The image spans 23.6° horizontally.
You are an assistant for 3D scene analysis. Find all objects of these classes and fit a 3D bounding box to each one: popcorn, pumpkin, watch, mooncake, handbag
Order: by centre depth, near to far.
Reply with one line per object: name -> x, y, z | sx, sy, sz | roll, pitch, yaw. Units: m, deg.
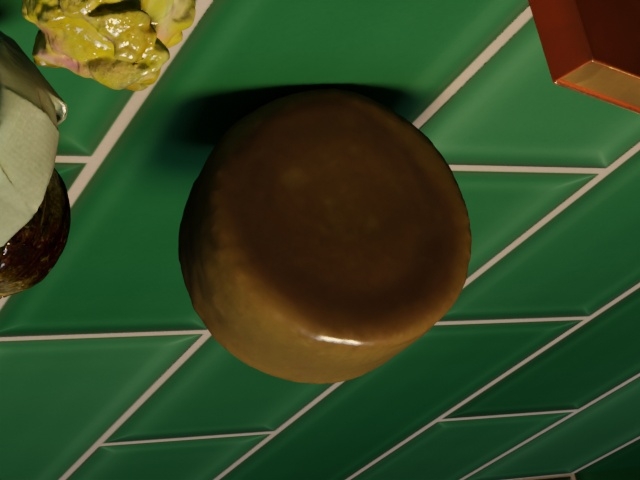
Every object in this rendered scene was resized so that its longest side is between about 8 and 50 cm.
popcorn -> -0.169, -0.183, 1.217 | 0.126, 0.126, 0.145 | 11, 176, 7
watch -> -0.340, -0.078, 1.247 | 0.241, 0.253, 0.162 | -59, 152, 1
handbag -> 0.270, -0.189, 1.420 | 0.190, 0.127, 0.063 | 9, 149, -46
pumpkin -> -0.359, -0.011, 1.464 | 0.238, 0.159, 0.238 | -14, 162, -5
mooncake -> 0.000, 0.000, 1.525 | 0.284, 0.284, 0.155 | -4, 155, -22
